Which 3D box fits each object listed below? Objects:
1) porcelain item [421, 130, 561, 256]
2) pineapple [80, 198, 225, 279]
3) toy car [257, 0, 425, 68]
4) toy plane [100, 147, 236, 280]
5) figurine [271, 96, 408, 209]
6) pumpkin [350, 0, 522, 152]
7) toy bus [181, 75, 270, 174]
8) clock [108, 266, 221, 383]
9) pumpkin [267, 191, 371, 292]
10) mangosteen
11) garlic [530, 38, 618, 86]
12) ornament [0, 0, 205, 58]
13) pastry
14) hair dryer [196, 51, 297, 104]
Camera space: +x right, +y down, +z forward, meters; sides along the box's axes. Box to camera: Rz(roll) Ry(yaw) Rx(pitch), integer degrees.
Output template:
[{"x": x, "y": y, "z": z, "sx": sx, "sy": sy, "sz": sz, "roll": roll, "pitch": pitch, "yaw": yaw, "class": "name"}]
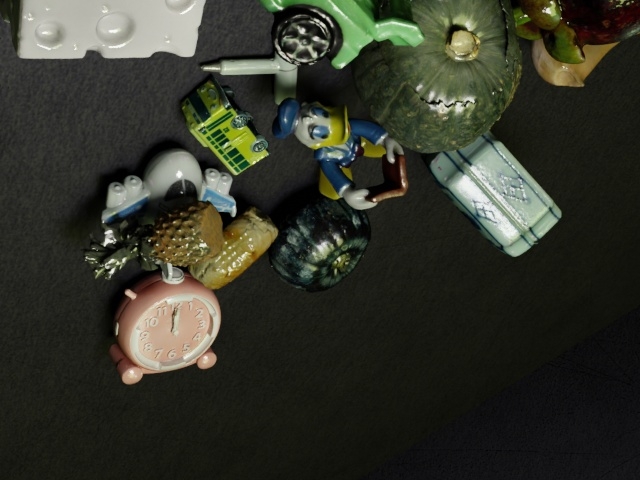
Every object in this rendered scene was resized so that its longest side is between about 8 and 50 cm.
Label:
[{"x": 0.351, "y": -0.117, "z": 1.893, "sx": 0.157, "sy": 0.281, "sz": 0.286, "roll": -43, "pitch": 102, "yaw": 9, "class": "porcelain item"}, {"x": -0.299, "y": 0.003, "z": 1.579, "sx": 0.251, "sy": 0.125, "sz": 0.125, "roll": -15, "pitch": 147, "yaw": 13, "class": "pineapple"}, {"x": -0.021, "y": -0.401, "z": 1.295, "sx": 0.176, "sy": 0.213, "sz": 0.359, "roll": -28, "pitch": 128, "yaw": 27, "class": "toy car"}, {"x": -0.282, "y": -0.056, "z": 1.672, "sx": 0.267, "sy": 0.122, "sz": 0.266, "roll": -20, "pitch": 140, "yaw": -18, "class": "toy plane"}, {"x": 0.026, "y": -0.157, "z": 1.633, "sx": 0.204, "sy": 0.283, "sz": 0.338, "roll": -50, "pitch": 144, "yaw": 12, "class": "figurine"}, {"x": 0.199, "y": -0.316, "z": 1.528, "sx": 0.292, "sy": 0.327, "sz": 0.257, "roll": -24, "pitch": -178, "yaw": -10, "class": "pumpkin"}, {"x": -0.170, "y": -0.202, "z": 1.609, "sx": 0.101, "sy": 0.088, "sz": 0.175, "roll": -33, "pitch": 146, "yaw": 5, "class": "toy bus"}, {"x": -0.326, "y": 0.157, "z": 1.890, "sx": 0.227, "sy": 0.142, "sz": 0.241, "roll": -9, "pitch": 129, "yaw": -30, "class": "clock"}, {"x": 0.000, "y": 0.000, "z": 1.901, "sx": 0.233, "sy": 0.163, "sz": 0.233, "roll": -36, "pitch": 156, "yaw": -19, "class": "pumpkin"}, {"x": 0.469, "y": -0.479, "z": 1.583, "sx": 0.311, "sy": 0.311, "sz": 0.311, "roll": -20, "pitch": 143, "yaw": -16, "class": "mangosteen"}, {"x": 0.555, "y": -0.423, "z": 1.808, "sx": 0.339, "sy": 0.196, "sz": 0.151, "roll": -30, "pitch": 160, "yaw": -24, "class": "garlic"}, {"x": -0.289, "y": -0.399, "z": 1.158, "sx": 0.240, "sy": 0.239, "sz": 0.239, "roll": -8, "pitch": 138, "yaw": -28, "class": "ornament"}, {"x": -0.174, "y": 0.018, "z": 1.804, "sx": 0.192, "sy": 0.093, "sz": 0.182, "roll": -42, "pitch": -173, "yaw": 0, "class": "pastry"}, {"x": -0.128, "y": -0.293, "z": 1.582, "sx": 0.183, "sy": 0.044, "sz": 0.154, "roll": -14, "pitch": 140, "yaw": -15, "class": "hair dryer"}]
